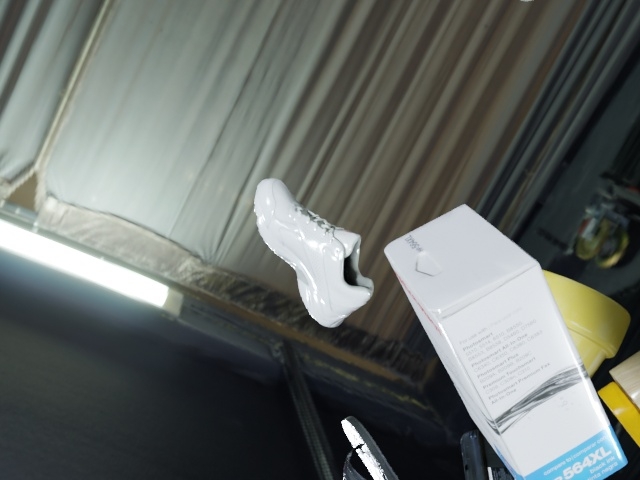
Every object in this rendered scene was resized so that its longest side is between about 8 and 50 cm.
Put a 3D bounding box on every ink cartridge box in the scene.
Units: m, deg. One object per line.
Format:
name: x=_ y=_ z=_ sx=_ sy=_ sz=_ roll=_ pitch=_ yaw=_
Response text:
ink cartridge box: x=0.146 y=0.090 z=0.591 sx=0.203 sy=0.086 sz=0.148 roll=61 pitch=180 yaw=-23

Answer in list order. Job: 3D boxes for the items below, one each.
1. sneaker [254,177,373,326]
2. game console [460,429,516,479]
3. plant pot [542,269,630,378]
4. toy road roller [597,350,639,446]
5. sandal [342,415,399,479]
sneaker: x=0.000 y=0.000 z=1.023 sx=0.232 sy=0.115 sz=0.090 roll=57 pitch=-150 yaw=-1
game console: x=0.320 y=0.472 z=1.222 sx=0.213 sy=0.044 sz=0.361 roll=4 pitch=-141 yaw=-1
plant pot: x=0.418 y=0.205 z=1.377 sx=0.254 sy=0.239 sz=0.254 roll=25 pitch=172 yaw=4
toy road roller: x=0.667 y=0.338 z=1.253 sx=0.329 sy=0.202 sz=0.240 roll=47 pitch=-169 yaw=-25
sandal: x=0.144 y=0.626 z=1.734 sx=0.445 sy=0.107 sz=0.167 roll=60 pitch=163 yaw=26
